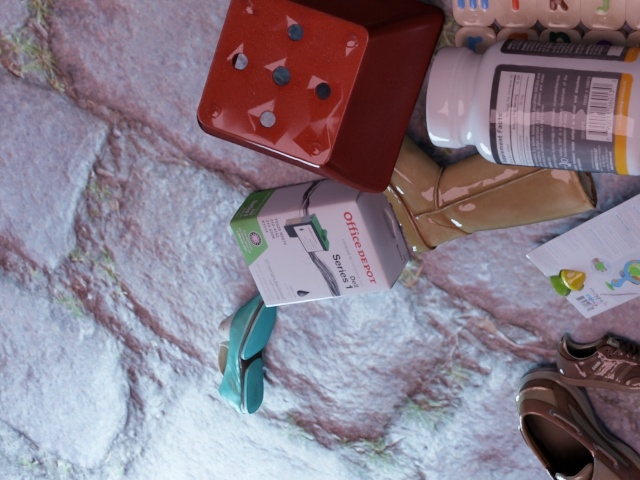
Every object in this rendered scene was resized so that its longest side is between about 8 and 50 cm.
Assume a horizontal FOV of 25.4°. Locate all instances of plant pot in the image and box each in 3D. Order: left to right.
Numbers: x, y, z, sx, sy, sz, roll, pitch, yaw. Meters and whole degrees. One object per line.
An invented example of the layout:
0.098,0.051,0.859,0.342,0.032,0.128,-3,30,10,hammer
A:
-0.021,-0.216,1.837,0.267,0.236,0.267,21,102,11,plant pot

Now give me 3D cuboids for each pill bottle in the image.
0.286,-0.173,1.808,0.278,0.162,0.162,7,123,20,pill bottle

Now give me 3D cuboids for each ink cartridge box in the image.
0.000,0.000,2.114,0.219,0.092,0.160,-9,117,29,ink cartridge box

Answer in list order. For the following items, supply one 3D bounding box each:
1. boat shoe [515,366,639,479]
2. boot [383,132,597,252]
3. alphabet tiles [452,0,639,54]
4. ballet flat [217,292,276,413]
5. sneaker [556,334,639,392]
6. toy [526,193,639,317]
0.395,0.342,2.145,0.123,0.116,0.324,-32,104,36,boat shoe
0.215,-0.112,1.958,0.269,0.089,0.236,-18,116,29,boot
0.312,-0.277,1.839,0.284,0.021,0.278,5,125,21,alphabet tiles
-0.130,0.173,2.296,0.087,0.083,0.247,26,127,24,ballet flat
0.432,0.175,2.053,0.188,0.066,0.071,-2,114,23,sneaker
0.416,0.010,1.959,0.137,0.056,0.237,45,133,-13,toy
